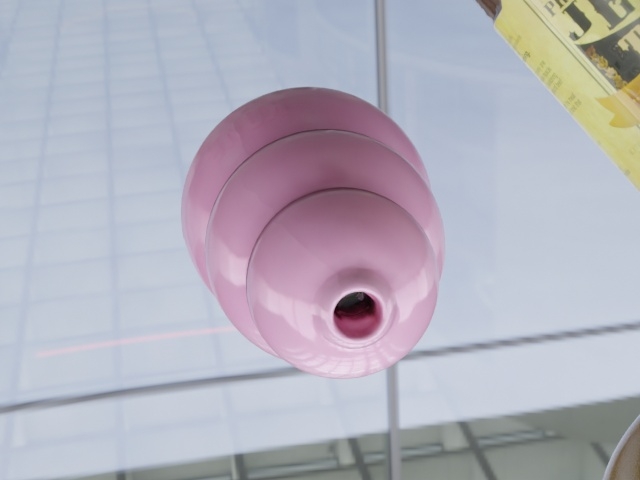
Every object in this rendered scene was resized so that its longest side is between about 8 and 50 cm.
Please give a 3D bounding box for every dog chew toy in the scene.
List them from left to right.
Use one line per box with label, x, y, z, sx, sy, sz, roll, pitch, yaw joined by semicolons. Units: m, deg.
dog chew toy;0.000;0.000;0.894;0.207;0.206;0.332;-6;-163;-6

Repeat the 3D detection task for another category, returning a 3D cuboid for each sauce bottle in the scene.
sauce bottle;0.147;-0.147;0.682;0.344;0.111;0.111;48;-140;7

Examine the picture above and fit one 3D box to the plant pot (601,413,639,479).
plant pot;0.248;0.120;0.558;0.236;0.032;0.236;-11;-145;8
